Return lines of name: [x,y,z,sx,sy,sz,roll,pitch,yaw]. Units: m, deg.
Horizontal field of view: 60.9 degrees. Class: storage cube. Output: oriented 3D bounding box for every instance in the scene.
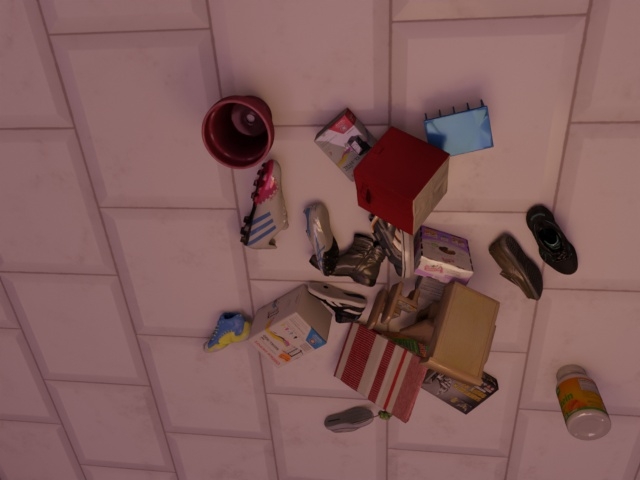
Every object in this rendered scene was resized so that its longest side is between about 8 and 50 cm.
storage cube: [0.230,-0.167,1.523,0.193,0.215,0.183,32,159,25]

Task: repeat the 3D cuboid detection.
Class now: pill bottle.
pill bottle: [0.896,0.550,1.882,0.137,0.245,0.136,4,121,7]

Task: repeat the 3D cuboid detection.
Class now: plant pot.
plant pot: [-0.221,-0.332,1.571,0.202,0.180,0.201,4,122,7]

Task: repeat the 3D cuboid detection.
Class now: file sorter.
file sorter: [0.385,-0.316,1.530,0.171,0.104,0.118,-11,119,15]

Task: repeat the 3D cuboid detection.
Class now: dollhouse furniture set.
dollhouse furniture set: [0.366,0.314,1.720,0.363,0.256,0.394,25,158,-7]

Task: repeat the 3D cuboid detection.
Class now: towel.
towel: [0.208,0.452,1.912,0.329,0.037,0.236,25,102,36]

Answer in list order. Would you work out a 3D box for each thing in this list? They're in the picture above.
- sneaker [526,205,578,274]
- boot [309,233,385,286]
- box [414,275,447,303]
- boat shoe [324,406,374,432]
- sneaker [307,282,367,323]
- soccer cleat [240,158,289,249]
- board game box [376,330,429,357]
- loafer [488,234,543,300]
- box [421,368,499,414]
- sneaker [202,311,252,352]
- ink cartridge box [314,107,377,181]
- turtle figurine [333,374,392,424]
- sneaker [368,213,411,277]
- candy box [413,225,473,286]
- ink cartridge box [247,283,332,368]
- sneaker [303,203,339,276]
sneaker: [0.716,0.020,1.679,0.101,0.106,0.267,-32,112,23]
boot: [0.098,0.044,1.820,0.247,0.083,0.161,17,109,-1]
box: [0.394,0.133,1.814,0.126,0.072,0.137,17,121,-1]
boat shoe: [0.127,0.737,2.222,0.227,0.083,0.075,-16,129,30]
sneaker: [0.046,0.232,1.923,0.217,0.079,0.121,17,120,-3]
soccer cleat: [-0.156,-0.109,1.748,0.143,0.116,0.331,11,125,-17]
board game box: [0.307,0.398,2.000,0.260,0.039,0.124,6,123,8]
loafer: [0.629,0.090,1.754,0.087,0.094,0.251,-23,107,48]
box: [0.517,0.536,2.044,0.231,0.056,0.183,33,119,-11]
sneaker: [-0.365,0.338,2.062,0.240,0.091,0.126,-24,96,21]
ink cartridge box: [0.088,-0.281,1.615,0.127,0.072,0.175,-37,108,25]
turtle figurine: [0.216,0.541,1.986,0.275,0.197,0.266,17,131,-11]
sneaker: [0.219,-0.030,1.717,0.128,0.126,0.320,-5,109,6]
candy box: [0.377,0.048,1.693,0.165,0.196,0.070,18,121,-1]
ink cartridge box: [-0.107,0.308,1.940,0.233,0.168,0.171,-32,112,25]
sneaker: [0.000,0.000,1.766,0.086,0.085,0.236,-7,95,44]
